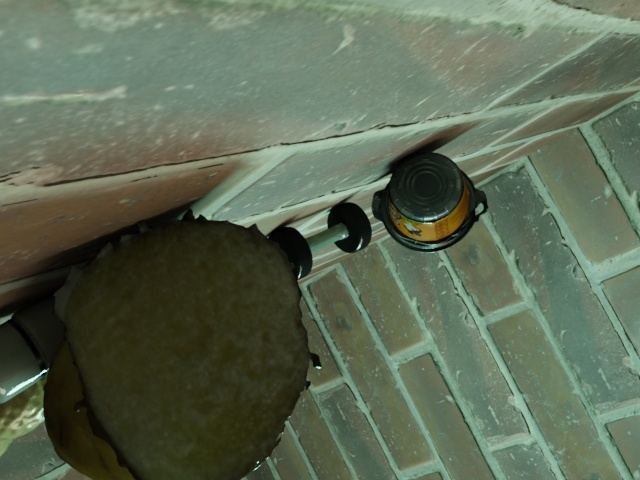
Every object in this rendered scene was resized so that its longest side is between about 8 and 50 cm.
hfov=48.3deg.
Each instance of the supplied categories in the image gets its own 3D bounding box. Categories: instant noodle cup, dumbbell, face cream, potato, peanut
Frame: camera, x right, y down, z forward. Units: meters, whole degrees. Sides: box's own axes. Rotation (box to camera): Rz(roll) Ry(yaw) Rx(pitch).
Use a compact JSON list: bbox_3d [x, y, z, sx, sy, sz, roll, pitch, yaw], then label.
[{"bbox_3d":[0.188,-0.078,1.256,0.208,0.178,0.125,-15,163,7],"label":"instant noodle cup"},{"bbox_3d":[0.000,0.000,1.341,0.191,0.100,0.100,-25,174,-35],"label":"dumbbell"},{"bbox_3d":[-0.285,0.088,0.904,0.314,0.089,0.143,-32,175,-38],"label":"face cream"},{"bbox_3d":[-0.176,0.143,0.828,0.288,0.301,0.237,-16,169,-24],"label":"potato"},{"bbox_3d":[-0.539,0.280,1.117,0.291,0.143,0.159,-27,151,5],"label":"peanut"}]
